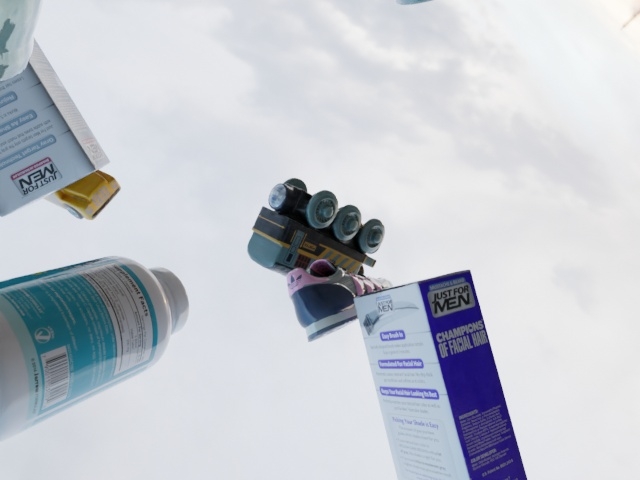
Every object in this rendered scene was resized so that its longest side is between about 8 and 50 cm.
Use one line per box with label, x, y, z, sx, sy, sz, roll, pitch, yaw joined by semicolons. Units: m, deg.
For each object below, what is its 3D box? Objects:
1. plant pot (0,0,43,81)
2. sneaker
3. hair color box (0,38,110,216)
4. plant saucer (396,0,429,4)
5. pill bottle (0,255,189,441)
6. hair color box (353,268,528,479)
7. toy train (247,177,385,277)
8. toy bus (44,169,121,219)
plant pot;-0.353;-0.293;0.413;0.293;0.196;0.293;32;-156;-16
sneaker;0.047;0.086;0.991;0.131;0.112;0.319;62;-156;9
hair color box;-0.554;-0.251;0.898;0.375;0.185;0.113;63;180;-17
plant saucer;0.238;-0.396;0.669;0.044;0.317;0.318;60;-146;-28
pill bottle;-0.267;0.099;0.570;0.146;0.146;0.264;52;-152;11
hair color box;0.171;0.227;0.776;0.110;0.185;0.339;-11;-97;-27
toy train;0.000;0.000;1.097;0.142;0.190;0.334;27;-178;43
toy bus;-0.609;-0.163;1.164;0.332;0.130;0.108;22;-119;22
